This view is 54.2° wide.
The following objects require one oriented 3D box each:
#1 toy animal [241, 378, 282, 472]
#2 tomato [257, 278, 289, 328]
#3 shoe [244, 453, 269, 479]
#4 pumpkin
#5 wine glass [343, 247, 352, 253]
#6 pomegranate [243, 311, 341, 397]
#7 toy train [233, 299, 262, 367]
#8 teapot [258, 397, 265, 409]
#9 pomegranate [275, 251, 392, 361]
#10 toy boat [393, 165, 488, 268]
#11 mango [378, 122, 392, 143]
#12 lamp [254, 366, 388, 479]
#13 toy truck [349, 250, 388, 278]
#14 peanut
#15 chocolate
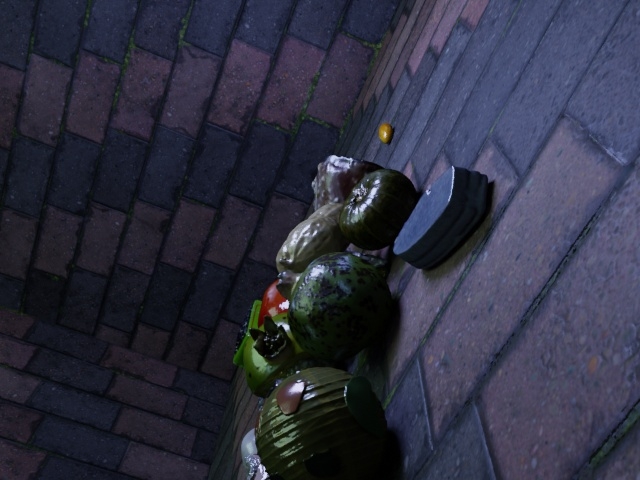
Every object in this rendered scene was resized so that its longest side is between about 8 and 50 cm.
[{"bbox_3d":[-0.073,0.465,1.480,0.266,0.213,0.212,-60,11,17],"label":"toy animal"},{"bbox_3d":[-0.087,0.243,2.039,0.298,0.227,0.298,-161,90,-79],"label":"tomato"},{"bbox_3d":[-0.098,0.586,1.244,0.351,0.198,0.171,-70,-13,-57],"label":"shoe"},{"bbox_3d":[0.146,-0.075,1.563,0.224,0.157,0.223,-43,26,27],"label":"pumpkin"},{"bbox_3d":[0.056,0.105,1.747,0.196,0.165,0.164,-144,75,-73],"label":"wine glass"},{"bbox_3d":[-0.087,0.298,1.636,0.340,0.261,0.260,66,-147,-52],"label":"pomegranate"},{"bbox_3d":[-0.174,0.356,2.249,0.307,0.249,0.173,-85,20,-64],"label":"toy train"},{"bbox_3d":[-0.145,0.523,2.121,0.111,0.108,0.149,-76,11,-48],"label":"teapot"},{"bbox_3d":[0.027,0.142,1.425,0.254,0.271,0.254,-61,-11,-19],"label":"pomegranate"},{"bbox_3d":[0.226,-0.030,1.215,0.283,0.078,0.127,125,161,-55],"label":"toy boat"},{"bbox_3d":[0.227,-0.368,2.159,0.060,0.046,0.089,117,158,-46],"label":"mango"},{"bbox_3d":[0.012,0.374,1.127,0.284,0.250,0.250,63,149,21],"label":"lamp"},{"bbox_3d":[0.082,0.137,1.595,0.098,0.114,0.226,-136,68,-81],"label":"toy truck"},{"bbox_3d":[0.004,-0.002,1.644,0.159,0.143,0.291,-29,11,44],"label":"peanut"},{"bbox_3d":[0.080,-0.127,1.927,0.340,0.225,0.210,168,115,-84],"label":"chocolate"}]
